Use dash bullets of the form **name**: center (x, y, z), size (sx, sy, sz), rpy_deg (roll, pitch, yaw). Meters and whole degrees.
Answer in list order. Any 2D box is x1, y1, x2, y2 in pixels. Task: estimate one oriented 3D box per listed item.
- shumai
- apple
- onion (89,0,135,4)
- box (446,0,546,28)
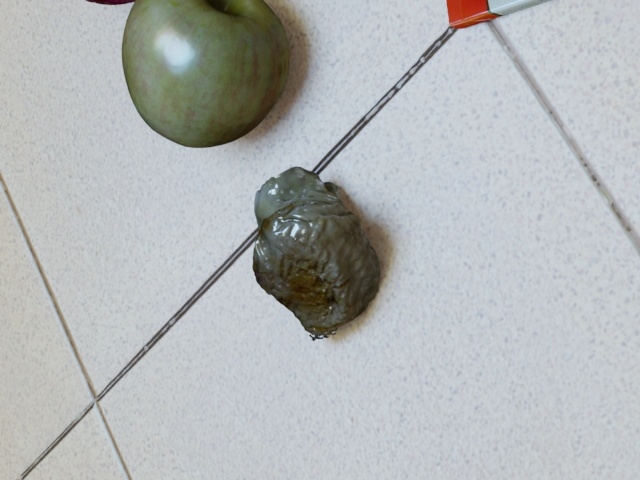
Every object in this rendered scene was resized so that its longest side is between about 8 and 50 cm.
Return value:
- **shumai**: center (0.002, -0.002, 2.014), size (0.183, 0.218, 0.185), rpy_deg (-17, 37, 34)
- **apple**: center (-0.178, -0.269, 2.091), size (0.257, 0.256, 0.234), rpy_deg (55, 134, 29)
- **onion**: center (-0.326, -0.550, 2.228), size (0.358, 0.344, 0.359), rpy_deg (-5, 84, 59)
- **box**: center (0.267, -0.377, 1.842), size (0.245, 0.035, 0.139), rpy_deg (-15, 79, 40)
